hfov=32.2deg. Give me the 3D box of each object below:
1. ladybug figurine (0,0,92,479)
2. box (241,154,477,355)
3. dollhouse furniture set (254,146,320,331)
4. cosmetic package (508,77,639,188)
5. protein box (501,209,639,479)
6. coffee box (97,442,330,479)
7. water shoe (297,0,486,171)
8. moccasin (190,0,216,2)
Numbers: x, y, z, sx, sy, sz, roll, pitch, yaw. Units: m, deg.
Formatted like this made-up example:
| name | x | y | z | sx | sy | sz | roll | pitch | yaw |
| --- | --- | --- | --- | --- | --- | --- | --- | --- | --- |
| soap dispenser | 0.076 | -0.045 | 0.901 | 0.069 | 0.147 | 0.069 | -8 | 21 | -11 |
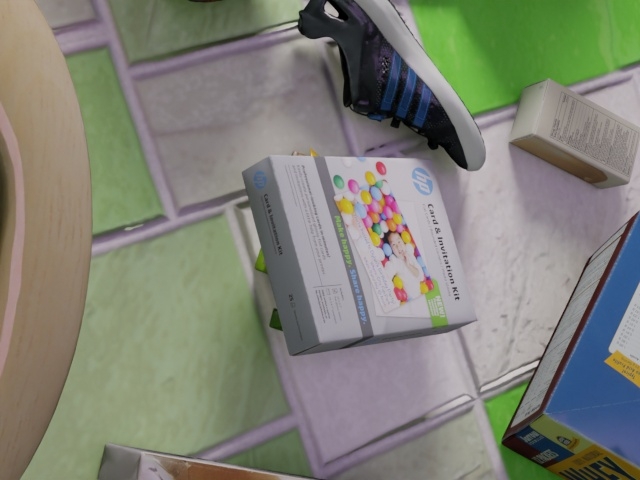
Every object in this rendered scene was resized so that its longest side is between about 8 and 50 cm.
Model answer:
| name | x | y | z | sx | sy | sz | roll | pitch | yaw |
| --- | --- | --- | --- | --- | --- | --- | --- | --- | --- |
| ladybug figurine | -0.300 | 0.006 | 0.670 | 0.305 | 0.162 | 0.449 | 15 | 78 | -24 |
| box | 0.035 | 0.008 | 0.864 | 0.186 | 0.038 | 0.145 | -2 | 72 | -46 |
| dollhouse furniture set | 0.000 | 0.000 | 0.881 | 0.076 | 0.058 | 0.151 | 22 | 75 | -23 |
| cosmetic package | 0.234 | -0.096 | 1.020 | 0.115 | 0.041 | 0.060 | 25 | 74 | -22 |
| protein box | 0.295 | 0.122 | 0.935 | 0.200 | 0.136 | 0.201 | 29 | 71 | 5 |
| coffee box | -0.042 | 0.238 | 0.809 | 0.246 | 0.098 | 0.141 | 16 | 77 | -24 |
| water shoe | 0.059 | -0.128 | 0.932 | 0.080 | 0.073 | 0.203 | -37 | 105 | 4 |
| moccasin | -0.105 | -0.374 | 0.828 | 0.147 | 0.139 | 0.380 | -30 | 95 | -33 |
